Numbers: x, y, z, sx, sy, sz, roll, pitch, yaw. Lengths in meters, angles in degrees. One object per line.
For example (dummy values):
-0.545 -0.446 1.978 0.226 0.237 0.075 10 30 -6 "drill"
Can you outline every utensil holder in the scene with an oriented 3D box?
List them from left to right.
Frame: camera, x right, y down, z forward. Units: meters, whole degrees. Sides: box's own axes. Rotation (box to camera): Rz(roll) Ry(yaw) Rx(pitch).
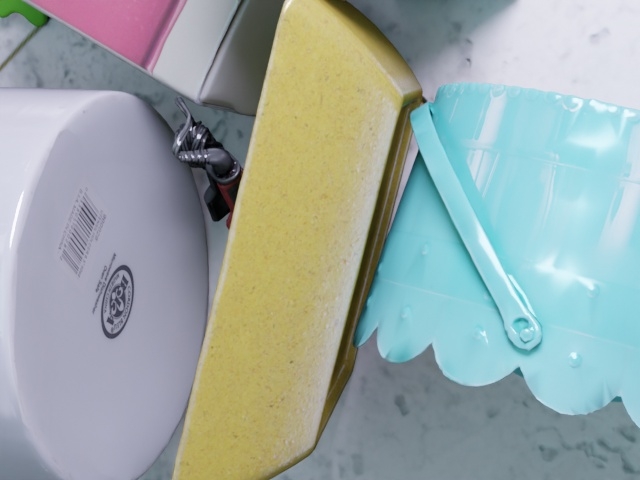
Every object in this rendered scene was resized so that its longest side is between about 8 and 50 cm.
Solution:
-0.323 0.036 1.111 0.385 0.327 0.328 2 94 21 "utensil holder"

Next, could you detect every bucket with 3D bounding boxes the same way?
0.167 0.015 0.919 0.281 0.281 0.183 14 89 23 "bucket"

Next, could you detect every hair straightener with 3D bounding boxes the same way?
-0.086 -0.051 1.050 0.047 0.230 0.089 -42 76 -1 "hair straightener"

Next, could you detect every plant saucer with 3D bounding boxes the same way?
0.000 0.000 0.973 0.081 0.333 0.333 14 99 5 "plant saucer"

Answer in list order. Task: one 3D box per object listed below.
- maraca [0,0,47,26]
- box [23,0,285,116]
-0.271 -0.272 1.193 0.127 0.099 0.186 -22 110 25 "maraca"
-0.119 -0.204 1.088 0.232 0.148 0.127 31 103 23 "box"
